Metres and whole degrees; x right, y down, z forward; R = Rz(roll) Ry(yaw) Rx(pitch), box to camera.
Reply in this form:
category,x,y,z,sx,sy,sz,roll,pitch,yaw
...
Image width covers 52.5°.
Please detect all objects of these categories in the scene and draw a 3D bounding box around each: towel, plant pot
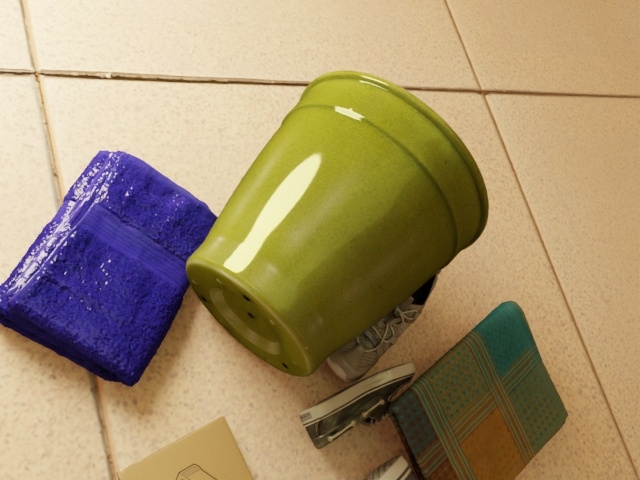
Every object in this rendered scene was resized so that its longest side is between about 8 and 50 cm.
category,x,y,z,sx,sy,sz,roll,pitch,yaw
towel,0.285,0.300,1.134,0.370,0.040,0.271,-30,99,-36
plant pot,0.000,0.000,0.979,0.366,0.366,0.353,45,66,-5
towel,-0.289,0.027,0.933,0.228,0.076,0.308,32,55,-13

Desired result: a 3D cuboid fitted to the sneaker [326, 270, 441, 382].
category,x,y,z,sx,sy,sz,roll,pitch,yaw
sneaker,0.107,0.119,1.098,0.105,0.115,0.281,45,53,-5

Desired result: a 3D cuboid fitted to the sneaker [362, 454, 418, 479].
category,x,y,z,sx,sy,sz,roll,pitch,yaw
sneaker,0.047,0.440,0.907,0.321,0.126,0.127,-27,78,-38

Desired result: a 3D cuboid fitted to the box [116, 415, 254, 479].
category,x,y,z,sx,sy,sz,roll,pitch,yaw
box,-0.160,0.368,0.884,0.164,0.021,0.201,-22,81,-36

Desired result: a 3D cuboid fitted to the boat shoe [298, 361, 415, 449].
category,x,y,z,sx,sy,sz,roll,pitch,yaw
boat shoe,0.070,0.262,1.040,0.219,0.078,0.070,-21,79,-28
